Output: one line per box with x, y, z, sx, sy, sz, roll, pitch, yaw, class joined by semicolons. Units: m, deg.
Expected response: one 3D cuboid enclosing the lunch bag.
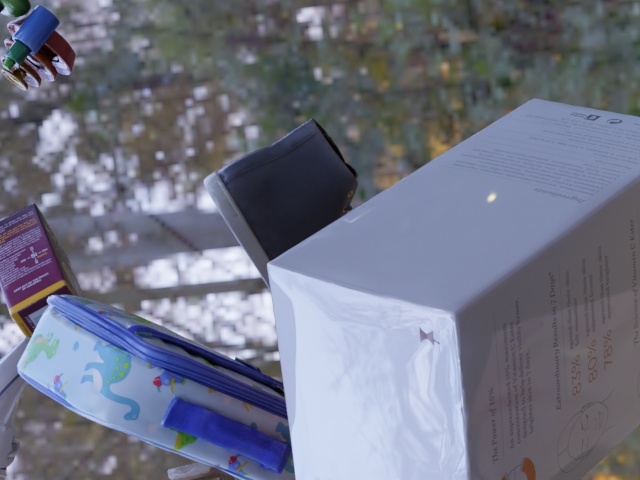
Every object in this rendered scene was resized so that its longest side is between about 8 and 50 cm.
-0.114;0.123;1.305;0.219;0.176;0.090;27;-93;-38;lunch bag

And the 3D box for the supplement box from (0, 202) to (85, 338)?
-0.356;0.054;2.084;0.188;0.081;0.104;58;175;49;supplement box

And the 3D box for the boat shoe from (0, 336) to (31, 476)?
-0.375;0.228;1.802;0.258;0.084;0.095;-55;8;-8;boat shoe

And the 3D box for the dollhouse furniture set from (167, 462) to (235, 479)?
-0.097;0.331;1.542;0.161;0.242;0.212;51;-154;-65;dollhouse furniture set

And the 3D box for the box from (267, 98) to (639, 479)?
0.143;0.058;1.253;0.345;0.168;0.215;-31;-55;-42;box

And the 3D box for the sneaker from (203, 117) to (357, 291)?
0.000;0.000;1.452;0.222;0.118;0.083;57;-177;-39;sneaker

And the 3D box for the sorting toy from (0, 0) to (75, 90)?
-0.188;-0.124;0.987;0.042;0.061;0.102;-54;-48;-13;sorting toy
